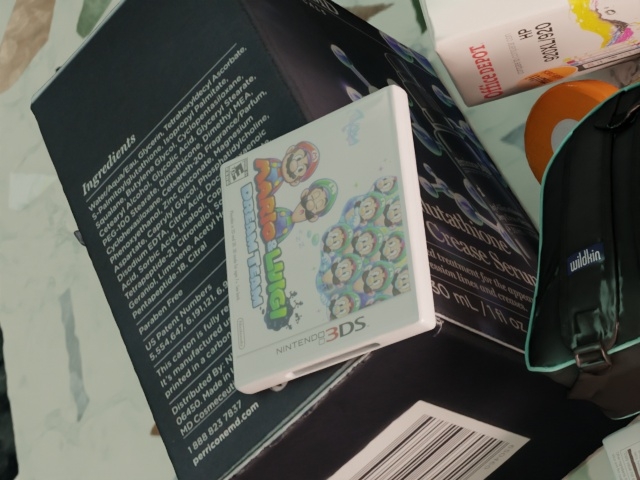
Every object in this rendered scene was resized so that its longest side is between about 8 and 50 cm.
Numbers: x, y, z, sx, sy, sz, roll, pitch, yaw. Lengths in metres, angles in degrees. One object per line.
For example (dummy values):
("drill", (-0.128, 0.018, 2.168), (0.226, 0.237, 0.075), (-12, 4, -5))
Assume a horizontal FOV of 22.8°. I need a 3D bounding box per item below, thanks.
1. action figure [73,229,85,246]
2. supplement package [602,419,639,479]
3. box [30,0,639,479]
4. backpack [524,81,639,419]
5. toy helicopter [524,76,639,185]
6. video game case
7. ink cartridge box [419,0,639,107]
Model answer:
("action figure", (-0.116, -0.109, 1.464), (0.285, 0.099, 0.185), (-49, 44, 13))
("supplement package", (0.321, 0.141, 0.954), (0.244, 0.134, 0.139), (-32, 55, 29))
("box", (0.005, 0.007, 1.175), (0.212, 0.293, 0.395), (-44, 51, 20))
("backpack", (0.214, 0.000, 0.942), (0.166, 0.144, 0.188), (-30, 49, 40))
("toy helicopter", (0.315, -0.041, 1.018), (0.355, 0.140, 0.235), (-27, 78, 44))
("video game case", (0.000, 0.000, 0.966), (0.143, 0.019, 0.157), (-23, 60, 33))
("ink cartridge box", (0.174, -0.212, 1.050), (0.232, 0.171, 0.168), (-16, 78, 9))
